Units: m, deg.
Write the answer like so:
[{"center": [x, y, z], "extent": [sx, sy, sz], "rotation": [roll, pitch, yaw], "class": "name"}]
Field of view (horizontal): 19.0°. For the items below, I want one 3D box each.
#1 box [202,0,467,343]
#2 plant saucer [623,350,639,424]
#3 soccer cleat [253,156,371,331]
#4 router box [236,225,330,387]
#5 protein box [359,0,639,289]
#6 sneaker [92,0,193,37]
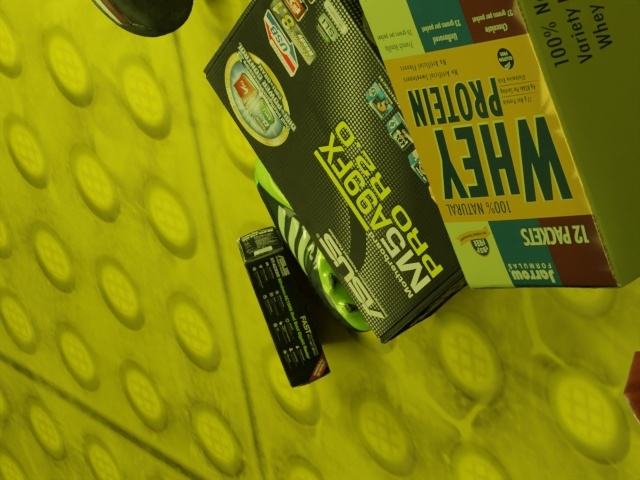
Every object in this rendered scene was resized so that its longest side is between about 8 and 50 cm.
[{"center": [0.036, -0.079, 1.453], "extent": [0.270, 0.060, 0.216], "rotation": [57, 148, 7], "class": "box"}, {"center": [0.280, 0.180, 1.194], "extent": [0.258, 0.048, 0.259], "rotation": [58, -169, 4], "class": "plant saucer"}, {"center": [0.000, 0.000, 1.580], "extent": [0.179, 0.060, 0.072], "rotation": [60, 160, 14], "class": "soccer cleat"}, {"center": [-0.032, 0.056, 1.644], "extent": [0.092, 0.038, 0.122], "rotation": [-121, 10, -76], "class": "router box"}, {"center": [0.164, -0.101, 1.110], "extent": [0.136, 0.201, 0.199], "rotation": [-3, 111, 56], "class": "protein box"}, {"center": [-0.138, -0.297, 1.497], "extent": [0.162, 0.106, 0.281], "rotation": [1, 114, 52], "class": "sneaker"}]
